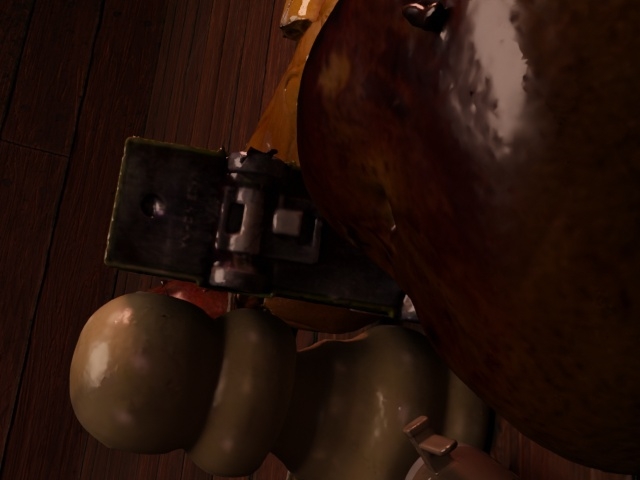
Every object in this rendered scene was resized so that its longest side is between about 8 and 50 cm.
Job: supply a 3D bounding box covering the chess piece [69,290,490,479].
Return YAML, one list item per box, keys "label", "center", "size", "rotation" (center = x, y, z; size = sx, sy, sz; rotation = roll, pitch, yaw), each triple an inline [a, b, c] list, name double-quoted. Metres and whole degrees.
- label: "chess piece"
  center: [-0.040, 0.119, 0.869]
  size: [0.167, 0.300, 0.167]
  rotation: [-165, 90, -75]

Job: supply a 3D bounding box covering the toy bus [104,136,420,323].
- label: "toy bus"
  center: [0.000, 0.000, 0.842]
  size: [0.139, 0.302, 0.113]
  rotation: [154, 126, -79]

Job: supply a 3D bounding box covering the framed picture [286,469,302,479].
- label: "framed picture"
  center: [-0.022, 0.263, 1.214]
  size: [0.089, 0.007, 0.066]
  rotation: [155, 128, -69]

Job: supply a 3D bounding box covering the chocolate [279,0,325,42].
- label: "chocolate"
  center: [0.003, -0.372, 1.547]
  size: [0.085, 0.086, 0.219]
  rotation: [144, 140, -66]

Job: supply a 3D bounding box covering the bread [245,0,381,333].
- label: "bread"
  center: [0.028, -0.058, 0.993]
  size: [0.344, 0.195, 0.149]
  rotation: [-62, 1, 41]

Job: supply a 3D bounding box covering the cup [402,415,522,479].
- label: "cup"
  center: [0.102, 0.166, 0.741]
  size: [0.099, 0.074, 0.102]
  rotation: [-156, 61, -72]

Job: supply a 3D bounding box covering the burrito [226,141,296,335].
- label: "burrito"
  center: [-0.065, -0.022, 1.439]
  size: [0.347, 0.107, 0.175]
  rotation: [-91, 8, -47]

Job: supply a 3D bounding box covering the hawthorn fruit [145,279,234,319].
- label: "hawthorn fruit"
  center: [-0.182, 0.167, 1.549]
  size: [0.181, 0.181, 0.235]
  rotation: [160, 123, -71]

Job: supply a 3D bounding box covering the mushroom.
- label: "mushroom"
  center: [0.138, -0.066, 0.605]
  size: [0.345, 0.260, 0.345]
  rotation: [50, 152, 40]
